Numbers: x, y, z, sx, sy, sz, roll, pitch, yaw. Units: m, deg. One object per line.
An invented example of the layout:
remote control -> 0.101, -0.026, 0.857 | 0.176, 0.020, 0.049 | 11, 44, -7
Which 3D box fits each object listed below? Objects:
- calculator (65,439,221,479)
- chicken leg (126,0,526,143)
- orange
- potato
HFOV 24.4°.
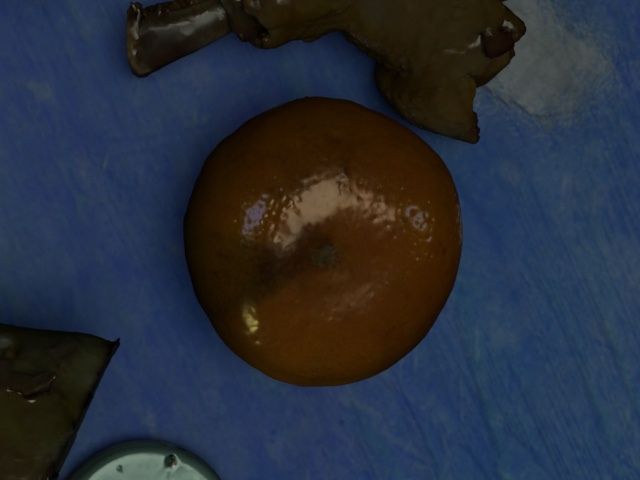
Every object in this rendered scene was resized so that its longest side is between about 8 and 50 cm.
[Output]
calculator -> -0.175, 0.314, 1.263 | 0.184, 0.042, 0.295 | 19, 90, -17
chicken leg -> 0.043, -0.193, 1.236 | 0.409, 0.182, 0.295 | -23, 117, -6
orange -> 0.000, 0.000, 1.216 | 0.240, 0.171, 0.240 | -4, 107, -12
potato -> -0.321, 0.167, 1.105 | 0.237, 0.301, 0.288 | 25, 60, -5
